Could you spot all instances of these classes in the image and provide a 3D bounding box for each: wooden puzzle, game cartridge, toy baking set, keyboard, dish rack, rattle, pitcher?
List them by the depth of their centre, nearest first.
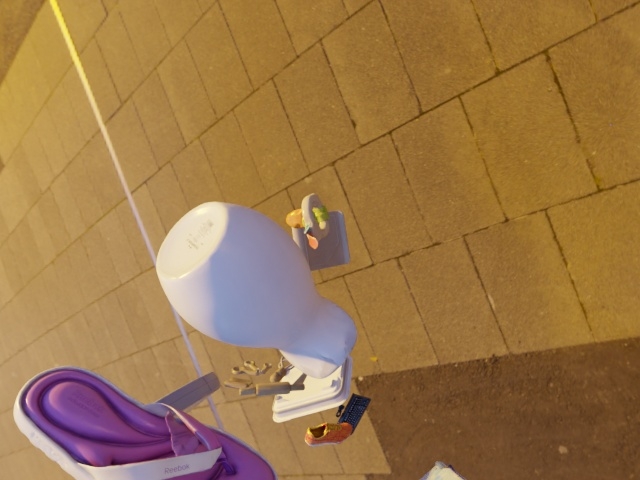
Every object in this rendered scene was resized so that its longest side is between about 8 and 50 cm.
[{"bbox_3d":[-0.076,0.047,0.455,0.178,0.207,0.125,25,75,46],"label":"pitcher"},{"bbox_3d":[-0.379,0.416,1.009,0.198,0.297,0.062,-37,79,24],"label":"game cartridge"},{"bbox_3d":[-0.122,0.350,1.122,0.197,0.257,0.030,-143,57,-74],"label":"toy baking set"},{"bbox_3d":[-0.056,-0.037,1.159,0.143,0.199,0.130,-2,131,14],"label":"rattle"},{"bbox_3d":[0.110,0.658,1.608,0.108,0.023,0.180,20,105,-12],"label":"keyboard"},{"bbox_3d":[0.000,0.000,1.657,0.044,0.239,0.220,-10,89,55],"label":"wooden puzzle"},{"bbox_3d":[-0.040,0.565,1.701,0.333,0.285,0.072,-21,109,17],"label":"dish rack"}]

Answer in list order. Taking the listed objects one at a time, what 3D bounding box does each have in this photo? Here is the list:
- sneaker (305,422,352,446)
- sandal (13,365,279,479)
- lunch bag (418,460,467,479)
[{"bbox_3d":[0.034,0.642,1.423,0.064,0.175,0.067,50,133,48],"label":"sneaker"},{"bbox_3d":[-0.251,0.298,0.620,0.417,0.169,0.102,24,121,-2],"label":"sandal"},{"bbox_3d":[0.351,0.645,0.934,0.243,0.115,0.303,57,164,-14],"label":"lunch bag"}]
